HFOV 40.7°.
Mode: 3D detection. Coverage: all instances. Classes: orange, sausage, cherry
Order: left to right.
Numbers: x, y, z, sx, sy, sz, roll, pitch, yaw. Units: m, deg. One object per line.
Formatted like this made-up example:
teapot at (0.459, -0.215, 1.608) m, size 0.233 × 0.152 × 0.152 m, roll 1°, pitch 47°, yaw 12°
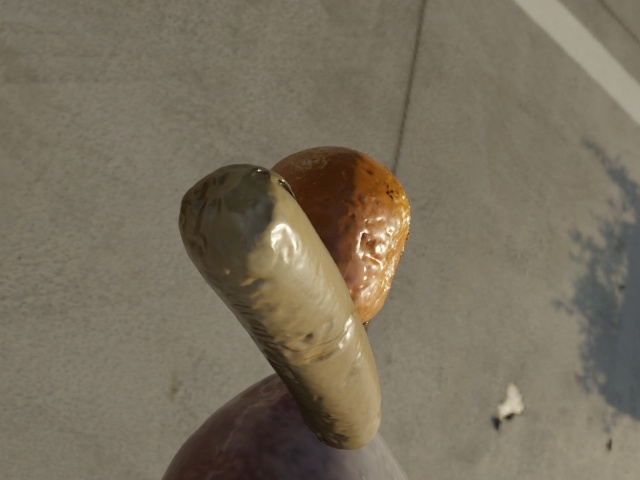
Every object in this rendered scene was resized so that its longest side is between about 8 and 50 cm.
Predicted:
cherry at (-0.019, 0.321, 0.850) m, size 0.326 × 0.291 × 0.335 m, roll 35°, pitch 49°, yaw -15°
sausage at (-0.007, 0.053, 0.492) m, size 0.301 × 0.066 × 0.066 m, roll 66°, pitch 40°, yaw -61°
orange at (0.000, 0.000, 0.864) m, size 0.193 × 0.161 × 0.193 m, roll -47°, pitch 146°, yaw -46°
